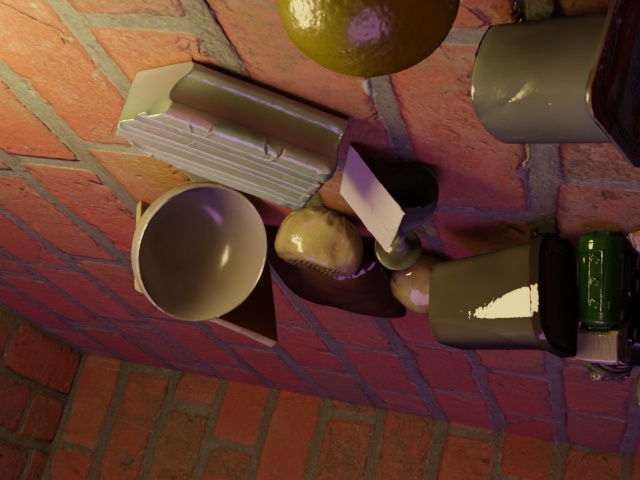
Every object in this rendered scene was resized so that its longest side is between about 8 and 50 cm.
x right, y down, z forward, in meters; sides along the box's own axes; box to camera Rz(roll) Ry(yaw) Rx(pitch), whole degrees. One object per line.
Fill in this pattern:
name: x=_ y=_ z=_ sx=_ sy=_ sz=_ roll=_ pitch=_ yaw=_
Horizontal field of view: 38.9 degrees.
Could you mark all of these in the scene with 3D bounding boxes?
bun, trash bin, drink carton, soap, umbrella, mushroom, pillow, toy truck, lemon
bun: x=0.000 y=0.000 z=1.853 sx=0.178 sy=0.128 sz=0.193 roll=17 pitch=171 yaw=-6
trash bin: x=0.355 y=0.117 z=1.733 sx=0.250 sy=0.220 sz=0.219 roll=-10 pitch=159 yaw=39
drink carton: x=0.296 y=-0.185 z=1.080 sx=0.189 sy=0.185 sz=0.191 roll=0 pitch=157 yaw=41
soap: x=-0.152 y=-0.176 z=1.492 sx=0.347 sy=0.115 sz=0.208 roll=19 pitch=159 yaw=-12
umbrella: x=0.717 y=0.228 z=2.041 sx=0.113 sy=0.106 sz=0.357 roll=8 pitch=154 yaw=-10
mushroom: x=0.219 y=0.091 z=1.956 sx=0.148 sy=0.112 sz=0.148 roll=7 pitch=123 yaw=11
pillow: x=0.026 y=0.083 z=2.077 sx=0.305 sy=0.108 sz=0.308 roll=11 pitch=158 yaw=22
toy truck: x=0.512 y=0.104 z=1.632 sx=0.101 sy=0.242 sz=0.125 roll=1 pitch=-179 yaw=29
lemon: x=0.048 y=-0.272 z=1.015 sx=0.248 sy=0.184 sz=0.184 roll=-8 pitch=151 yaw=44

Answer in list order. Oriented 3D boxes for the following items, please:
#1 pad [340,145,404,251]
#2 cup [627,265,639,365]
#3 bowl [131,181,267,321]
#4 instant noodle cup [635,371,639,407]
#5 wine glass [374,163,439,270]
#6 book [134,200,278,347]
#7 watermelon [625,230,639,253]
pad: x=0.087 y=-0.070 z=1.628 sx=0.156 sy=0.004 sz=0.232 roll=52 pitch=166 yaw=12
cup: x=0.595 y=0.142 z=1.747 sx=0.223 sy=0.176 sz=0.169 roll=17 pitch=163 yaw=-9
bowl: x=-0.268 y=0.014 z=1.883 sx=0.287 sy=0.287 sz=0.144 roll=28 pitch=176 yaw=-33
instant noodle cup: x=0.836 y=0.314 z=1.995 sx=0.235 sy=0.235 sz=0.178 roll=11 pitch=150 yaw=8
wine glass: x=0.241 y=-0.053 z=1.681 sx=0.264 sy=0.096 sz=0.309 roll=-9 pitch=159 yaw=-4
book: x=-0.258 y=0.077 z=2.068 sx=0.374 sy=0.262 sz=0.028 roll=27 pitch=127 yaw=-31
watermelon: x=0.650 y=0.007 z=1.532 sx=0.245 sy=0.063 sz=0.119 roll=-2 pitch=135 yaw=46
